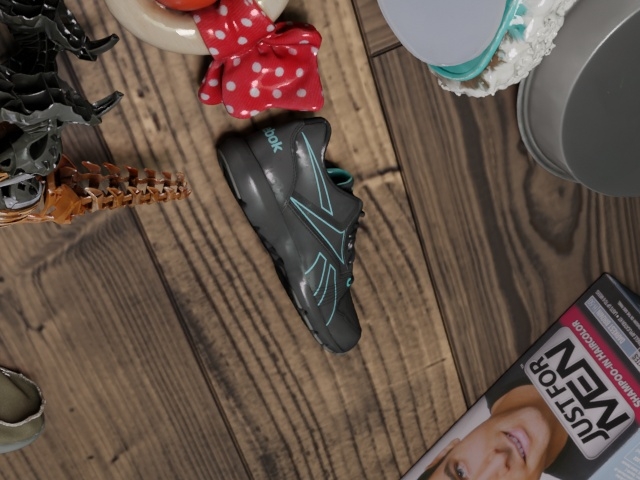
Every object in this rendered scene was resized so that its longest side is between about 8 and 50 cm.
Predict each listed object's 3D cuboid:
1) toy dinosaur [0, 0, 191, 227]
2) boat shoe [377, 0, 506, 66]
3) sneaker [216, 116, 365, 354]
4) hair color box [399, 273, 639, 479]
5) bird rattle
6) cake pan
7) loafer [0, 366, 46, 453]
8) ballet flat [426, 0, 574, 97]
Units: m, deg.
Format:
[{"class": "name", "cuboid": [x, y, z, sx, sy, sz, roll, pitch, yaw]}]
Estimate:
[{"class": "toy dinosaur", "cuboid": [-0.264, -0.087, 1.202, 0.322, 0.164, 0.218, -6, 142, -42]}, {"class": "boat shoe", "cuboid": [0.074, -0.291, 1.188, 0.113, 0.105, 0.306, -17, 119, 13]}, {"class": "sneaker", "cuboid": [0.000, 0.000, 1.376, 0.106, 0.101, 0.267, -29, 130, -5]}, {"class": "hair color box", "cuboid": [0.248, 0.239, 1.595, 0.114, 0.185, 0.374, 32, 107, -37]}, {"class": "bird rattle", "cuboid": [-0.080, -0.219, 1.203, 0.207, 0.143, 0.253, 10, 133, -15]}, {"class": "cake pan", "cuboid": [0.329, -0.156, 1.412, 0.293, 0.054, 0.293, -15, 135, -16]}, {"class": "loafer", "cuboid": [-0.344, 0.114, 1.313, 0.251, 0.094, 0.087, 24, 115, -34]}, {"class": "ballet flat", "cuboid": [0.211, -0.303, 1.248, 0.147, 0.147, 0.409, 11, 123, -29]}]
